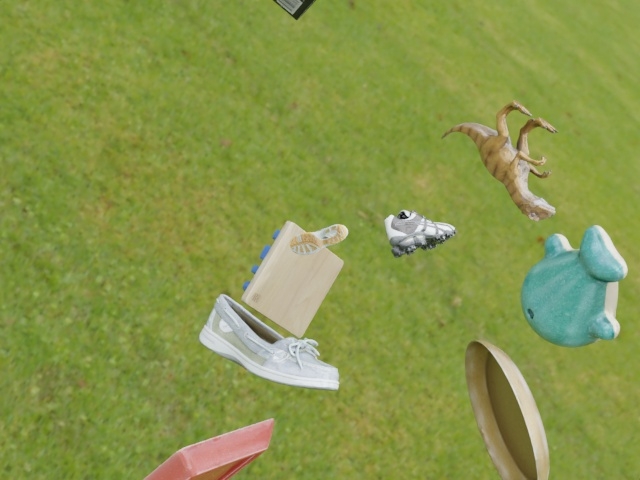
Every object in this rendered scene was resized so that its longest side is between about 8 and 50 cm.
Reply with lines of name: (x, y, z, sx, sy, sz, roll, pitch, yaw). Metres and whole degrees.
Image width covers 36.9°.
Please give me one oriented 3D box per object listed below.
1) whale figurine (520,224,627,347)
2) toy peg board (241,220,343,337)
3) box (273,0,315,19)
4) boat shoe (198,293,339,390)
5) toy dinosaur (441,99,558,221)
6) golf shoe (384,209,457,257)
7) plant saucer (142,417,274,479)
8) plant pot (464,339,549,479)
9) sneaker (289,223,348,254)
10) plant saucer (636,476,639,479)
whale figurine: (0.438, 0.085, 1.676, 0.141, 0.272, 0.216, -19, 66, -14)
toy peg board: (-0.066, 0.063, 1.706, 0.079, 0.161, 0.160, 21, -12, 46)
box: (0.018, -0.486, 1.491, 0.103, 0.261, 0.184, 39, 67, -11)
boat shoe: (-0.094, 0.195, 1.781, 0.320, 0.103, 0.118, 20, 2, 39)
toy dinosaur: (0.207, -0.111, 1.120, 0.064, 0.112, 0.211, 17, 30, -40)
golf shoe: (0.207, -0.027, 1.969, 0.198, 0.077, 0.094, -9, 68, -50)
plant saucer: (-0.226, 0.423, 1.708, 0.259, 0.258, 0.047, -6, 59, -56)
plant pot: (0.262, 0.248, 1.335, 0.032, 0.236, 0.236, -17, 47, -9)
sneaker: (0.000, 0.000, 1.323, 0.037, 0.083, 0.032, -6, 82, -76)
plant saucer: (0.743, 0.512, 1.999, 0.188, 0.188, 0.045, 7, 57, 5)
